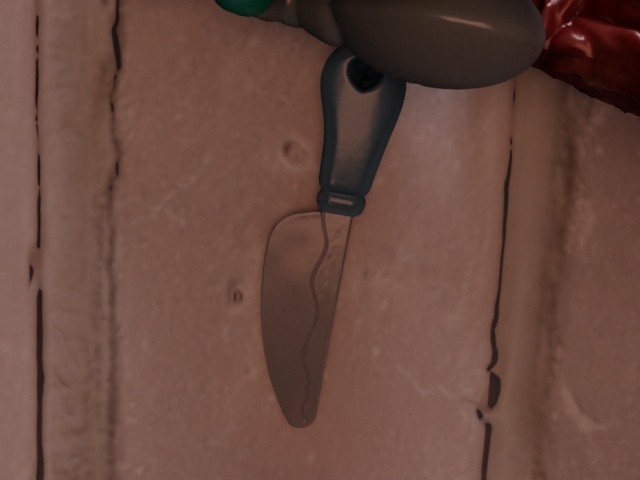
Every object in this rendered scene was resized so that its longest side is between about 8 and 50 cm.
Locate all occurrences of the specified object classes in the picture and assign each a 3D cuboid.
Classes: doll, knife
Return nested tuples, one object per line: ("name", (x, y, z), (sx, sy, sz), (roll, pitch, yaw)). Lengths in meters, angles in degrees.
("doll", (0.021, -0.193, 0.439), (0.258, 0.153, 0.195), (24, 106, 22))
("knife", (-0.002, -0.001, 0.522), (0.058, 0.032, 0.244), (14, 102, -7))

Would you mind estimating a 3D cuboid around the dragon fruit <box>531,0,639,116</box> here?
("dragon fruit", (0.251, -0.092, 0.456), (0.330, 0.302, 0.240), (7, 131, 12))
